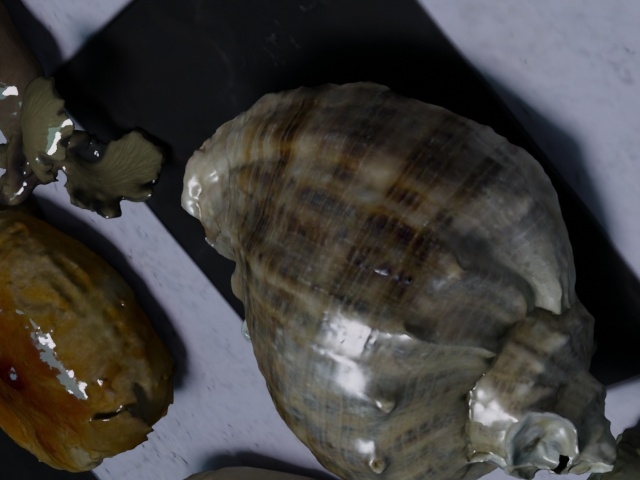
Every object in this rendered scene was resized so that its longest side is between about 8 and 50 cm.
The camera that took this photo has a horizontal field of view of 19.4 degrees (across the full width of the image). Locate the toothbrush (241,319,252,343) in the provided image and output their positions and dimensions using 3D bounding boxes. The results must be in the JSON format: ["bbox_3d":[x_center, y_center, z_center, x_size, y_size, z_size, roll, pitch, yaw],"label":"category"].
[{"bbox_3d":[0.001,-0.001,1.163,0.030,0.030,0.304,43,148,5],"label":"toothbrush"}]

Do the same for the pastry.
[{"bbox_3d":[-0.200,0.080,1.393,0.229,0.100,0.218,24,141,31],"label":"pastry"}]

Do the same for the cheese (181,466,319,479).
[{"bbox_3d":[-0.041,0.268,1.372,0.235,0.117,0.218,36,129,17],"label":"cheese"}]

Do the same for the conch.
[{"bbox_3d":[0.034,0.044,1.022,0.291,0.159,0.210,25,149,11],"label":"conch"}]

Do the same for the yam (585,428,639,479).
[{"bbox_3d":[0.299,0.246,1.050,0.371,0.083,0.083,37,145,14],"label":"yam"}]

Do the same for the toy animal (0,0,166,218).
[{"bbox_3d":[-0.212,-0.101,1.227,0.186,0.094,0.214,-12,108,43],"label":"toy animal"}]
